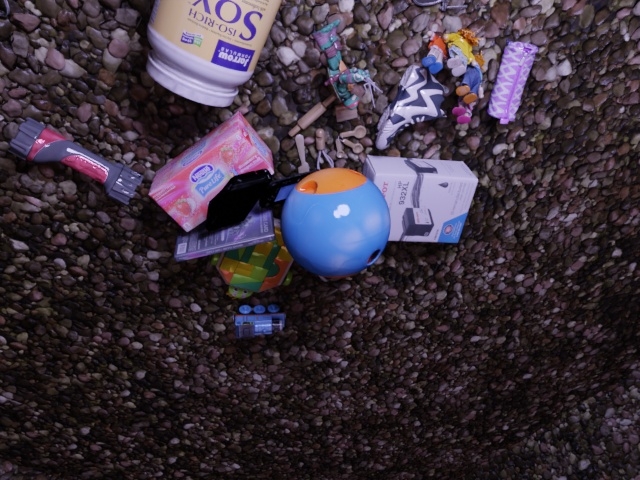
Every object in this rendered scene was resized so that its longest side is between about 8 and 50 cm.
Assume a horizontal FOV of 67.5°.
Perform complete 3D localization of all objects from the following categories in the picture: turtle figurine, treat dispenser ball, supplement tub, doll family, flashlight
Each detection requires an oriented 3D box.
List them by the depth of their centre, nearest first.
[{"bbox_3d":[-0.225,-0.485,1.023,0.241,0.241,0.331,18,119,-20],"label":"supplement tub"},{"bbox_3d":[0.063,-0.409,1.173,0.118,0.175,0.234,-25,113,11],"label":"turtle figurine"},{"bbox_3d":[0.369,-0.436,1.213,0.118,0.163,0.263,-13,132,38],"label":"doll family"},{"bbox_3d":[-0.627,-0.193,1.242,0.304,0.103,0.103,32,113,-26],"label":"flashlight"},{"bbox_3d":[0.039,-0.045,1.253,0.288,0.288,0.288,-4,125,-6],"label":"treat dispenser ball"}]

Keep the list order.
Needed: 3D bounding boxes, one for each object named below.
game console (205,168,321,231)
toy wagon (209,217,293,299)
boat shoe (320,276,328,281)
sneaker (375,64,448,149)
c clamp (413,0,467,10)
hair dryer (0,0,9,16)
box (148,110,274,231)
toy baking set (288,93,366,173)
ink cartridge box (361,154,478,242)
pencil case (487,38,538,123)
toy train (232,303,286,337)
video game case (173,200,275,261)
[{"bbox_3d":[-0.133,-0.129,1.273,0.361,0.044,0.213,-21,166,-36],"label":"game console"},{"bbox_3d":[-0.209,0.074,1.516,0.267,0.068,0.344,18,119,-20],"label":"toy wagon"},{"bbox_3d":[0.000,0.000,1.473,0.091,0.114,0.303,-18,126,10],"label":"boat shoe"},{"bbox_3d":[0.257,-0.333,1.295,0.153,0.094,0.235,21,109,-12],"label":"sneaker"},{"bbox_3d":[0.281,-0.630,1.144,0.137,0.022,0.161,-9,127,3],"label":"c clamp"},{"bbox_3d":[-0.713,-0.619,0.948,0.223,0.080,0.293,-33,123,14],"label":"hair dryer"},{"bbox_3d":[-0.288,-0.183,1.280,0.300,0.142,0.154,-31,123,12],"label":"box"},{"bbox_3d":[0.013,-0.277,1.333,0.256,0.030,0.197,-34,123,14],"label":"toy baking set"},{"bbox_3d":[0.275,-0.119,1.426,0.307,0.129,0.223,2,124,-10],"label":"ink cartridge box"},{"bbox_3d":[0.512,-0.425,1.280,0.086,0.088,0.206,0,125,-7],"label":"pencil case"},{"bbox_3d":[-0.207,0.276,1.633,0.184,0.105,0.080,-1,125,-9],"label":"toy train"},{"bbox_3d":[-0.267,-0.034,1.353,0.274,0.196,0.026,-12,126,-1],"label":"video game case"}]
